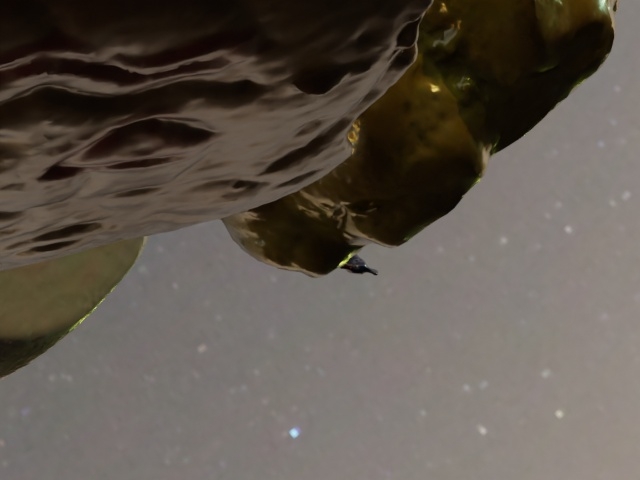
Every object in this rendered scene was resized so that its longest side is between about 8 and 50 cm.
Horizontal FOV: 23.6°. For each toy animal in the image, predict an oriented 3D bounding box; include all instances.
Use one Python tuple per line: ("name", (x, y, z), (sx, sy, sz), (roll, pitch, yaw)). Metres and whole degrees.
("toy animal", (-0.013, -0.009, 1.208), (0.075, 0.217, 0.041), (35, -93, -17))

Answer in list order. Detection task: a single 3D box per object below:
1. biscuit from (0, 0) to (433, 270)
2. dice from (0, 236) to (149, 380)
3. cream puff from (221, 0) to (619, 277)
("biscuit", (-0.107, -0.030, 0.424), (0.273, 0.049, 0.257), (-9, -14, -12))
("dice", (-0.309, -0.026, 1.213), (0.243, 0.251, 0.259), (56, -129, -25))
("cream puff", (0.013, -0.119, 0.793), (0.282, 0.282, 0.185), (-44, -72, 2))
